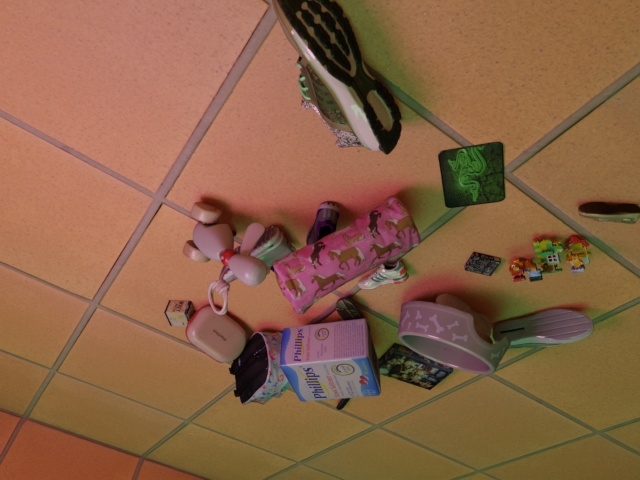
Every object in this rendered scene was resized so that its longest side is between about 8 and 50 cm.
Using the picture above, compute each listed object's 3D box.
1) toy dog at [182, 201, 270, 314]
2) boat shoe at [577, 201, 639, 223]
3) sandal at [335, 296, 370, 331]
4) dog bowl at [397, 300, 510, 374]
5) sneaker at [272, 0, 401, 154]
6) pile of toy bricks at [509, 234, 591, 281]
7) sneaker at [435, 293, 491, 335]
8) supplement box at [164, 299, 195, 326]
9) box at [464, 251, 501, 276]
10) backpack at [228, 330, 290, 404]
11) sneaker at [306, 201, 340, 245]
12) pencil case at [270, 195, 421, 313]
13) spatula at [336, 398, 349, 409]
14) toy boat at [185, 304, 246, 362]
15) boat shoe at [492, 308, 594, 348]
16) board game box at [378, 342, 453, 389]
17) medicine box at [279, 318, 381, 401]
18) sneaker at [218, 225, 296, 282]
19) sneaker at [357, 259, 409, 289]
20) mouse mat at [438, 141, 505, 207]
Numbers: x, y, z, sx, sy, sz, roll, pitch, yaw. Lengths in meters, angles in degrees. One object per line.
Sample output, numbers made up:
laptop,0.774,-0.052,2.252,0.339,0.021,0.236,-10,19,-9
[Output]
toy dog,-0.239,0.027,1.380,0.161,0.333,0.220,1,135,-47
boat shoe,0.729,-0.064,1.276,0.153,0.056,0.048,-1,131,0
sandal,0.108,0.259,1.694,0.090,0.060,0.219,-15,126,18
dog bowl,0.401,0.310,1.569,0.349,0.102,0.349,22,161,8
sneaker,0.001,-0.334,1.068,0.182,0.158,0.410,-9,131,41
pile of toy bricks,0.614,0.039,1.377,0.212,0.118,0.105,-12,100,32
sneaker,0.443,0.254,1.624,0.235,0.090,0.095,36,145,-21
supplement box,-0.496,0.260,1.789,0.083,0.056,0.083,1,135,7
box,0.474,0.070,1.474,0.083,0.018,0.067,13,136,-4
backpack,-0.197,0.453,1.825,0.191,0.225,0.253,6,135,-30
sneaker,0.000,0.000,1.420,0.083,0.098,0.223,9,135,-1
pencil case,0.070,0.034,1.294,0.386,0.167,0.160,-30,125,-3
spatula,0.132,0.634,2.087,0.084,0.030,0.296,18,135,-12
toy boat,-0.381,0.334,1.808,0.231,0.151,0.151,44,160,-23
boat shoe,0.711,0.289,1.616,0.302,0.109,0.094,-13,148,33
board game box,0.347,0.475,1.886,0.243,0.042,0.165,20,134,-11
medicine box,0.039,0.410,1.699,0.289,0.149,0.263,-9,135,11
sneaker,-0.196,0.070,1.516,0.281,0.105,0.115,-30,124,32
sneaker,0.182,0.098,1.533,0.161,0.057,0.075,-13,115,22
mouse mat,0.383,-0.159,1.268,0.153,0.007,0.189,-7,133,16
